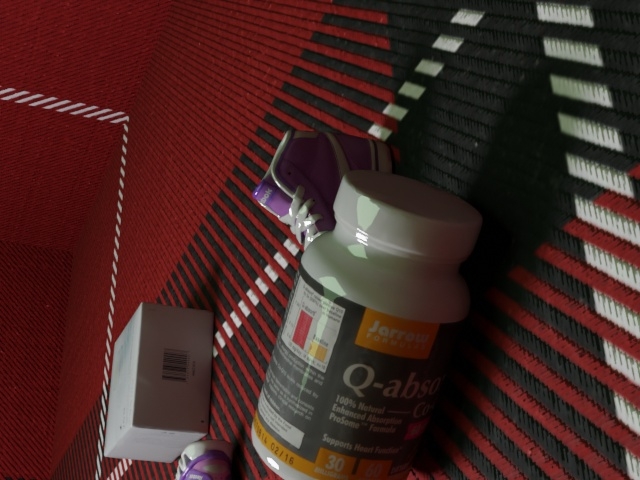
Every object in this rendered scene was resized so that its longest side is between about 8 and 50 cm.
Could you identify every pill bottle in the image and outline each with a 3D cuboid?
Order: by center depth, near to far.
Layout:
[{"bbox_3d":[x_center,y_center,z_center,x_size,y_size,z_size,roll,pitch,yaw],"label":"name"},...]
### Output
[{"bbox_3d":[0.044,0.086,0.910,0.162,0.162,0.278,-125,48,-62],"label":"pill bottle"}]

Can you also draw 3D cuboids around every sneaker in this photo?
[{"bbox_3d":[0.000,0.000,1.076,0.102,0.161,0.282,127,145,-48],"label":"sneaker"},{"bbox_3d":[-0.190,0.412,1.484,0.236,0.095,0.104,-65,33,32],"label":"sneaker"}]

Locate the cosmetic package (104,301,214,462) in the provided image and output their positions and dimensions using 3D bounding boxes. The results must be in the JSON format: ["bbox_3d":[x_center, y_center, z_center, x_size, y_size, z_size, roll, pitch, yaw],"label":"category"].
[{"bbox_3d":[-0.291,0.258,1.749,0.224,0.138,0.224,131,143,-56],"label":"cosmetic package"}]
